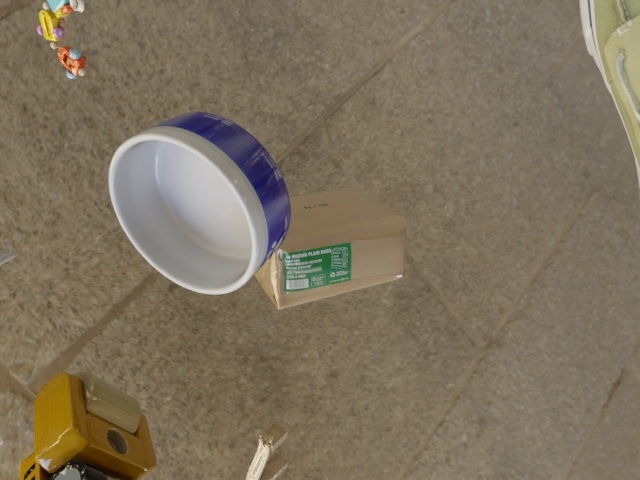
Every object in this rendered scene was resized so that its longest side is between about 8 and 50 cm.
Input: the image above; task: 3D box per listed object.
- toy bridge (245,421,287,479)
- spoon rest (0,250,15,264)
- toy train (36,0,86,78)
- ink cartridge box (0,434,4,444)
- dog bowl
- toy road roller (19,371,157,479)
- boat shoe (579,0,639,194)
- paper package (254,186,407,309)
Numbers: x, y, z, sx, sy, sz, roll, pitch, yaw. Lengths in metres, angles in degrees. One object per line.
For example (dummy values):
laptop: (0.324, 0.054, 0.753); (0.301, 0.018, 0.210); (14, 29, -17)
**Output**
toy bridge: (-0.077, 0.334, 0.756); (0.063, 0.026, 0.188); (-35, 145, -36)
spoon rest: (-0.606, -0.088, 0.894); (0.084, 0.137, 0.276); (-3, 108, 10)
toy train: (-0.456, -0.389, 0.964); (0.125, 0.166, 0.046); (39, 42, 8)
ink cartridge box: (-0.693, 0.324, 0.960); (0.140, 0.082, 0.190); (-31, 119, -37)
dog bowl: (-0.182, -0.054, 0.800); (0.264, 0.265, 0.104); (57, 40, -13)
toy road roller: (-0.435, 0.420, 0.913); (0.241, 0.329, 0.202); (-37, 131, 1)
boat shoe: (0.261, -0.115, 0.367); (0.094, 0.109, 0.301); (5, 72, -73)
paper package: (0.000, 0.000, 1.272); (0.325, 0.309, 0.168); (-11, 112, -19)
